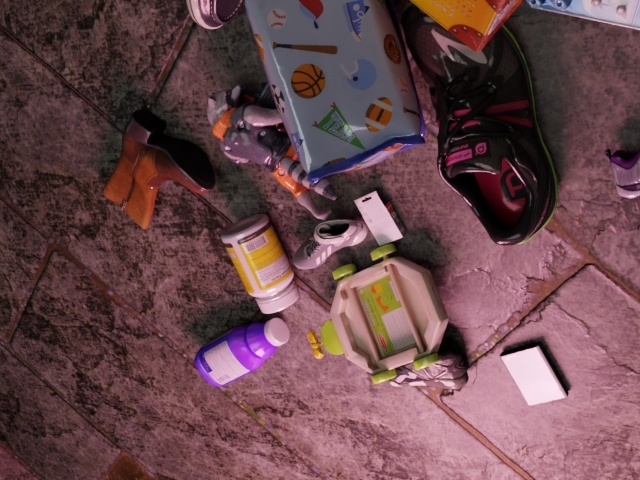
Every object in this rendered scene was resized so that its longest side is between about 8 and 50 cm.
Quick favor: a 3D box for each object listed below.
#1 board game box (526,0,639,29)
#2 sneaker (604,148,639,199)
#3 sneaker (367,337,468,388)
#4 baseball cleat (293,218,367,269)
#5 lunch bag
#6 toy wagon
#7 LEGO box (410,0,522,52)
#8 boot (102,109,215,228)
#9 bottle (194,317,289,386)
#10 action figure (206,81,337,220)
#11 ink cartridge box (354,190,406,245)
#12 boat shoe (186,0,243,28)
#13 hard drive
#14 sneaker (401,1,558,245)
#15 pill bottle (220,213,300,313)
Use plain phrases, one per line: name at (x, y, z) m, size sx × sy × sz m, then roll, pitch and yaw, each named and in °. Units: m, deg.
board game box at (0.536, -0.503, 1.184) m, size 0.390 × 0.050 × 0.390 m, roll 18°, pitch 123°, yaw 19°
sneaker at (0.596, -0.145, 1.335) m, size 0.223 × 0.083 × 0.098 m, roll -20°, pitch 101°, yaw 36°
sneaker at (0.210, 0.260, 1.768) m, size 0.227 × 0.087 × 0.130 m, roll -2°, pitch 114°, yaw 26°
baseball cleat at (0.000, 0.000, 1.718) m, size 0.206 × 0.109 × 0.072 m, roll -31°, pitch 61°, yaw 30°
lunch bag at (0.038, -0.285, 1.357) m, size 0.239 × 0.385 × 0.328 m, roll -17°, pitch 94°, yaw 4°
toy wagon at (0.113, 0.173, 1.733) m, size 0.344 × 0.068 × 0.267 m, roll -28°, pitch 78°, yaw 38°
LEGO box at (0.158, -0.570, 1.081) m, size 0.500 × 0.372 × 0.193 m, roll 40°, pitch 172°, yaw 6°
boot at (-0.389, -0.123, 1.864) m, size 0.264 × 0.096 × 0.280 m, roll 36°, pitch 128°, yaw 5°
bottle at (-0.194, 0.273, 1.984) m, size 0.283 × 0.092 × 0.118 m, roll -32°, pitch 99°, yaw 37°
action figure at (-0.078, -0.225, 1.596) m, size 0.330 × 0.178 × 0.341 m, roll 27°, pitch 128°, yaw 1°
ink cartridge box at (0.126, -0.050, 1.671) m, size 0.063 × 0.029 × 0.115 m, roll -23°, pitch 103°, yaw 36°
boat shoe at (-0.098, -0.578, 1.400) m, size 0.156 × 0.187 × 0.500 m, roll 40°, pitch 123°, yaw 10°
hard drive at (0.454, 0.284, 1.688) m, size 0.094 × 0.022 × 0.135 m, roll -23°, pitch 104°, yaw 36°
sneaker at (0.285, -0.206, 1.389) m, size 0.185 × 0.202 × 0.483 m, roll -21°, pitch 106°, yaw 34°
pill bottle at (-0.133, 0.054, 1.812) m, size 0.119 × 0.119 × 0.208 m, roll -13°, pitch 110°, yaw 33°
